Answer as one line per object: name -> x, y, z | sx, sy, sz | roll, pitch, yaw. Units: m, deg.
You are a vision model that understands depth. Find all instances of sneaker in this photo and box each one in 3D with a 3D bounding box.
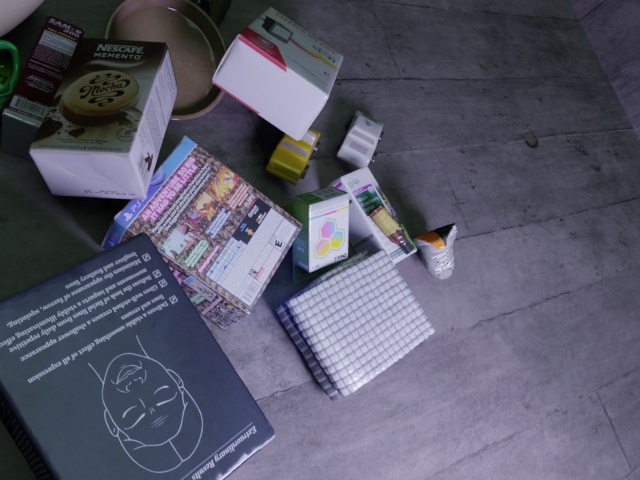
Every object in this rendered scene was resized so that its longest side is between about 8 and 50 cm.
sneaker -> -0.608, -0.235, 1.006 | 0.109, 0.123, 0.296 | 20, 61, -22
sneaker -> 0.282, 0.032, 1.357 | 0.099, 0.262, 0.121 | -19, 86, 7

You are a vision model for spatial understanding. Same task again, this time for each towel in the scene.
towel -> 0.072, 0.169, 1.235 | 0.283, 0.121, 0.235 | -29, 83, -35

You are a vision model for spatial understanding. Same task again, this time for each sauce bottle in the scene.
sauce bottle -> 0.162, -0.024, 1.300 | 0.128, 0.042, 0.042 | 49, 54, -6

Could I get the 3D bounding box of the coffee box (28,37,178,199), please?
coffee box -> -0.374, -0.225, 1.040 | 0.168, 0.119, 0.297 | 2, 53, 0

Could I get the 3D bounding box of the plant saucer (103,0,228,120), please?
plant saucer -> -0.329, -0.395, 1.251 | 0.277, 0.041, 0.278 | 2, 85, -33

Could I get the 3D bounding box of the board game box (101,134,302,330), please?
board game box -> -0.224, -0.010, 1.122 | 0.291, 0.141, 0.232 | 38, 55, -11

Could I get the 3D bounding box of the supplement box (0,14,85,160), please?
supplement box -> -0.516, -0.282, 1.078 | 0.073, 0.130, 0.240 | 19, 59, -22

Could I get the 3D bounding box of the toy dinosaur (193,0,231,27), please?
toy dinosaur -> -0.280, -0.626, 1.379 | 0.160, 0.121, 0.314 | -29, 81, -23

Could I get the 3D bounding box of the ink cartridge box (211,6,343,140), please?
ink cartridge box -> -0.084, -0.385, 1.303 | 0.226, 0.131, 0.306 | 31, 33, -11

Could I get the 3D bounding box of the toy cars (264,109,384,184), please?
toy cars -> 0.029, -0.247, 1.391 | 0.393, 0.087, 0.176 | -16, 64, -35

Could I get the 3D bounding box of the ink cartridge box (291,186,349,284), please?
ink cartridge box -> 0.000, 0.000, 1.224 | 0.109, 0.062, 0.209 | -19, 121, -36

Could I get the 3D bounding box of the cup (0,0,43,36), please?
cup -> -0.662, -0.450, 0.985 | 0.331, 0.331, 0.237 | 28, 84, -18

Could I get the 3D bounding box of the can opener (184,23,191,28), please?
can opener -> -0.343, -0.438, 1.305 | 0.186, 0.073, 0.059 | -55, 139, -32

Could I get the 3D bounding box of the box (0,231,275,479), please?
box -> -0.319, 0.241, 0.911 | 0.293, 0.212, 0.396 | -31, 85, -37

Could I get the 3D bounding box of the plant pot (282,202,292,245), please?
plant pot -> -0.048, -0.042, 1.286 | 0.083, 0.083, 0.079 | -18, 67, -35

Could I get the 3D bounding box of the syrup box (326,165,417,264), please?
syrup box -> 0.113, -0.046, 1.366 | 0.093, 0.096, 0.237 | -27, 85, -37
